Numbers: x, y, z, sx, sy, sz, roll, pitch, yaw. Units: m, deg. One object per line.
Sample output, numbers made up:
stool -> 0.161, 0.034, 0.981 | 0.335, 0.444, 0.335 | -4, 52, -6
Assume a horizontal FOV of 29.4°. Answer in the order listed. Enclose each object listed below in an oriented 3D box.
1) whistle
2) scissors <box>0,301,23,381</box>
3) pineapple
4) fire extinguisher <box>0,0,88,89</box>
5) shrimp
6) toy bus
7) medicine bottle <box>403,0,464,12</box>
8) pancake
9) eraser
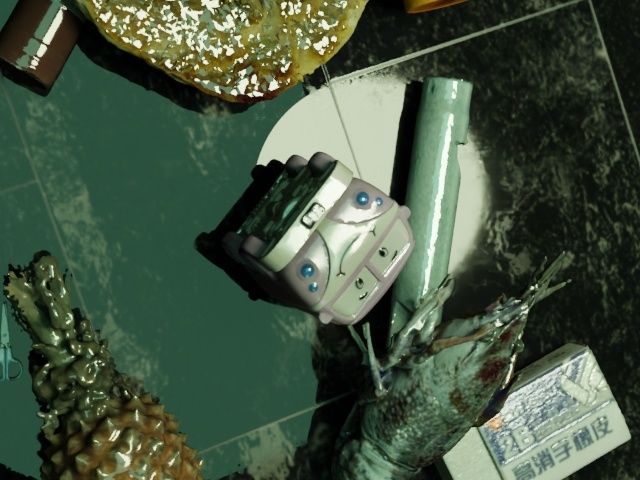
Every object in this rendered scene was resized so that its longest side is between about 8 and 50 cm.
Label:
whistle -> 0.121, -0.026, 1.353 | 0.062, 0.062, 0.312 | 9, 89, -14
scissors -> -0.328, 0.105, 1.268 | 0.036, 0.006, 0.083 | -1, 91, -13
pineapple -> -0.219, 0.186, 1.218 | 0.175, 0.175, 0.361 | -21, 96, -13
fire extinguisher -> -0.264, -0.275, 1.241 | 0.099, 0.071, 0.231 | 29, 84, -27
shrimp -> 0.108, 0.127, 1.262 | 0.172, 0.137, 0.372 | 29, 107, -13
toy bus -> 0.000, 0.000, 1.251 | 0.142, 0.202, 0.142 | 42, 81, -14
medicine bottle -> 0.112, -0.363, 1.299 | 0.112, 0.149, 0.222 | -16, 95, -15
pancake -> -0.100, -0.316, 1.242 | 0.356, 0.065, 0.356 | -1, 93, -19
eraser -> 0.232, 0.219, 1.384 | 0.210, 0.068, 0.124 | -28, 98, -12
